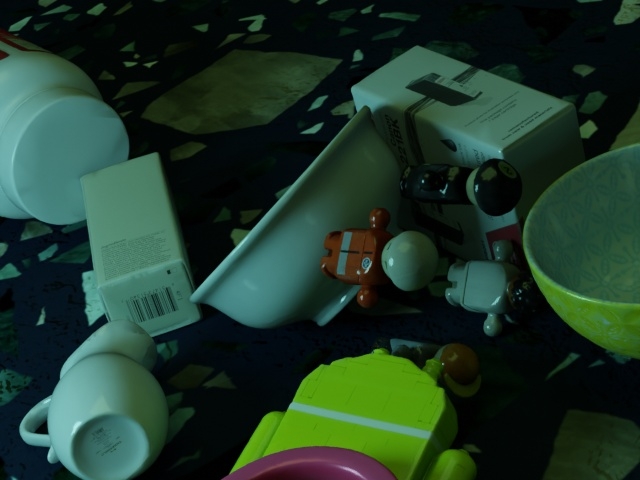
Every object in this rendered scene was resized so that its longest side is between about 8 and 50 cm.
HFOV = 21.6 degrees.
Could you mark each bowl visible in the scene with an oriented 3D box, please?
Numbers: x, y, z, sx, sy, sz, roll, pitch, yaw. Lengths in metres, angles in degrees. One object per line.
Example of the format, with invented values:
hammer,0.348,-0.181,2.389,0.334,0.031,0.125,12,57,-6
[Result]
bowl,0.359,0.035,1.680,0.289,0.156,0.289,-12,32,8
bowl,0.000,0.000,1.867,0.298,0.134,0.298,-49,2,2

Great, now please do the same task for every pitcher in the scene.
pitcher,-0.247,0.189,1.784,0.178,0.125,0.207,-38,22,6

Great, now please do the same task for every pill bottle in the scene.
pill bottle,-0.435,-0.163,2.280,0.229,0.229,0.407,-33,36,-24

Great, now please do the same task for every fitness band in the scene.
fitness band,-0.043,0.287,1.461,0.209,0.054,0.291,9,39,35

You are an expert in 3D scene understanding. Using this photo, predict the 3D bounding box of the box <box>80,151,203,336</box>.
box,-0.222,0.005,2.052,0.113,0.094,0.275,-17,32,-1

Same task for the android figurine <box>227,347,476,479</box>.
android figurine,0.030,0.216,1.611,0.248,0.056,0.273,7,53,33

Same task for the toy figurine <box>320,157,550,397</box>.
toy figurine,0.132,0.035,1.736,0.213,0.209,0.148,-39,26,-32

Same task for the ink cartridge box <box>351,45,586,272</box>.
ink cartridge box,0.174,-0.086,1.908,0.114,0.197,0.273,-32,35,-22
